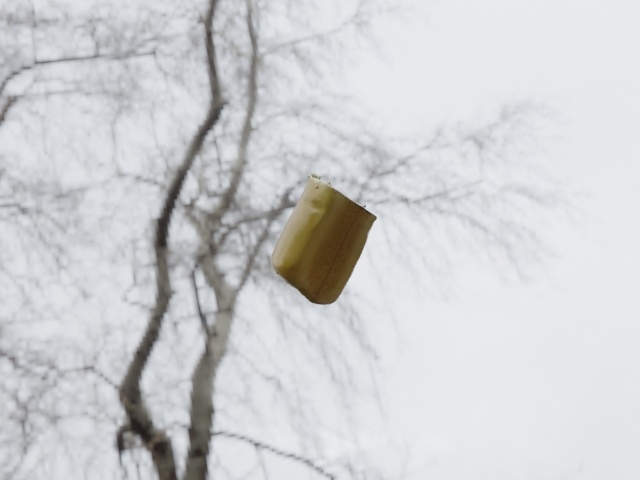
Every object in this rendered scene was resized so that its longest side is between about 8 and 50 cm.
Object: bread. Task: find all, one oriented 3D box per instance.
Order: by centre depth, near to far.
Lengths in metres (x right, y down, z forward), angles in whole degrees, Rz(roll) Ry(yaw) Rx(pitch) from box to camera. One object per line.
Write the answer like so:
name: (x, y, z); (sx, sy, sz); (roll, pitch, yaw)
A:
bread: (-0.001, -0.001, 2.087); (0.134, 0.085, 0.173); (34, -98, -41)
